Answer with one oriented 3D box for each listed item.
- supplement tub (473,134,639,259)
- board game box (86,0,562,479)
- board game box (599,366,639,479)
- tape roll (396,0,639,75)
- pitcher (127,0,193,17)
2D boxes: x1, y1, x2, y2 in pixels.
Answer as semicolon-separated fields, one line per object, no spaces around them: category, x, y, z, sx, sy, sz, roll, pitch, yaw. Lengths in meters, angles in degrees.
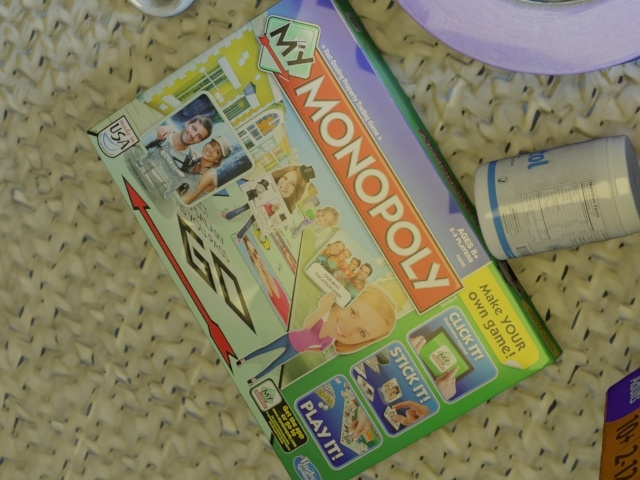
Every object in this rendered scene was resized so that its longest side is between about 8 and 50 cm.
supplement tub;0.164;-0.029;1.340;0.107;0.071;0.071;-12;93;16
board game box;0.000;0.000;1.404;0.213;0.046;0.317;-32;87;18
board game box;0.401;0.187;1.095;0.356;0.356;0.356;-35;97;17
tape roll;0.162;-0.249;1.305;0.275;0.090;0.274;2;97;15
pitcher;-0.140;-0.272;1.383;0.207;0.125;0.178;39;121;-3
